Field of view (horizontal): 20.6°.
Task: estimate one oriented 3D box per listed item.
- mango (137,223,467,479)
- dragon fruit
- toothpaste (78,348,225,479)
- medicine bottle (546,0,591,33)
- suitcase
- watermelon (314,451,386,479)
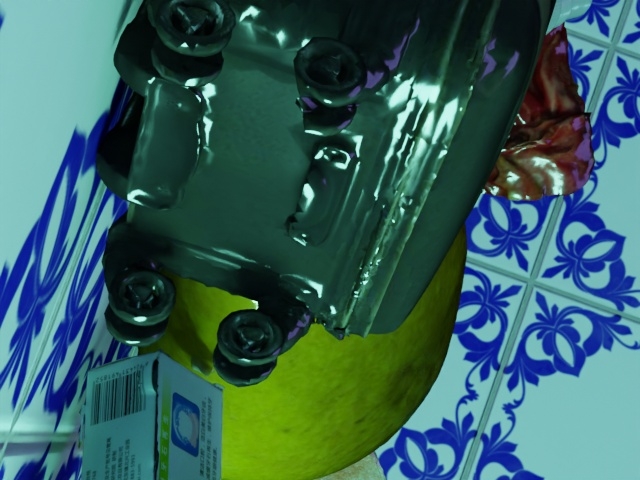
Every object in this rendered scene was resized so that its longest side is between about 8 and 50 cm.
[{"bbox_3d":[-0.021,0.045,1.345,0.301,0.220,0.445,-46,163,-4],"label":"mango"},{"bbox_3d":[0.149,-0.174,1.567,0.240,0.330,0.302,-7,137,-41],"label":"dragon fruit"},{"bbox_3d":[-0.108,0.237,1.084,0.081,0.067,0.336,38,43,-48],"label":"toothpaste"},{"bbox_3d":[0.090,-0.170,1.336,0.352,0.110,0.110,-17,137,-44],"label":"medicine bottle"},{"bbox_3d":[0.031,-0.159,0.931,0.283,0.194,0.434,109,0,-52],"label":"suitcase"},{"bbox_3d":[-0.091,0.185,1.731,0.222,0.319,0.292,-32,133,-10],"label":"watermelon"}]
